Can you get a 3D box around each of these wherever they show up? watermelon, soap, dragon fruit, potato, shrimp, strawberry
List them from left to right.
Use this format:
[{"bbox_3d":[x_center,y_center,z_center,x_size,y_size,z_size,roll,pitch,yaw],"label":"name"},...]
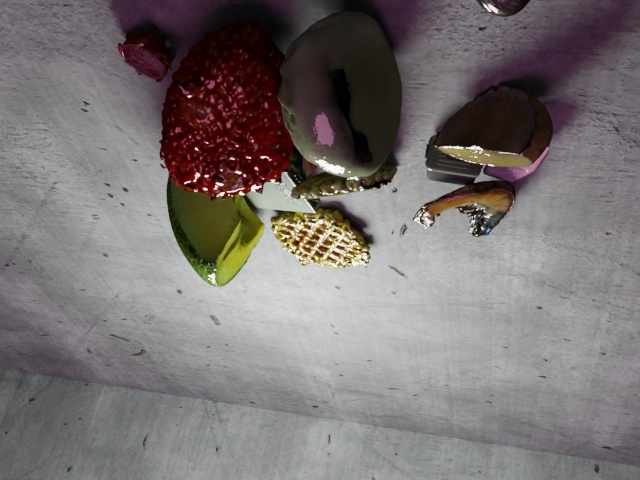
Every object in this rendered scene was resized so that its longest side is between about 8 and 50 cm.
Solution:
[{"bbox_3d":[-0.339,-0.375,1.627,0.112,0.068,0.126,37,157,-16],"label":"dragon fruit"},{"bbox_3d":[-0.190,-0.245,1.565,0.292,0.292,0.343,8,147,10],"label":"strawberry"},{"bbox_3d":[-0.018,-0.211,1.744,0.094,0.125,0.135,6,136,-20],"label":"watermelon"},{"bbox_3d":[0.311,-0.056,1.808,0.222,0.054,0.290,-13,160,2],"label":"shrimp"},{"bbox_3d":[0.341,-0.212,1.550,0.098,0.138,0.243,23,175,-38],"label":"potato"},{"bbox_3d":[0.396,-0.181,1.645,0.100,0.056,0.149,14,150,-4],"label":"soap"}]

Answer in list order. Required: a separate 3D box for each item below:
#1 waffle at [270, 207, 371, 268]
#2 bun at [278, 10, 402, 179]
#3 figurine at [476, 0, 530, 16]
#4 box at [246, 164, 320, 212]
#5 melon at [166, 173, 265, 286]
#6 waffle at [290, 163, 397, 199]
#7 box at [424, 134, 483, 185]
[{"bbox_3d":[0.000,-0.002,2.114,0.245,0.052,0.254,-5,143,32],"label":"waffle"},{"bbox_3d":[0.017,-0.257,1.463,0.187,0.293,0.293,3,149,29],"label":"bun"},{"bbox_3d":[0.246,-0.444,1.227,0.245,0.110,0.138,37,125,-23],"label":"figurine"},{"bbox_3d":[-0.130,-0.160,1.890,0.210,0.045,0.270,5,149,34],"label":"box"},{"bbox_3d":[-0.240,-0.032,1.970,0.226,0.331,0.343,-21,157,-11],"label":"melon"},{"bbox_3d":[0.053,-0.126,1.773,0.207,0.054,0.214,-4,-170,20],"label":"waffle"},{"bbox_3d":[0.275,-0.162,1.705,0.122,0.084,0.069,11,159,7],"label":"box"}]
